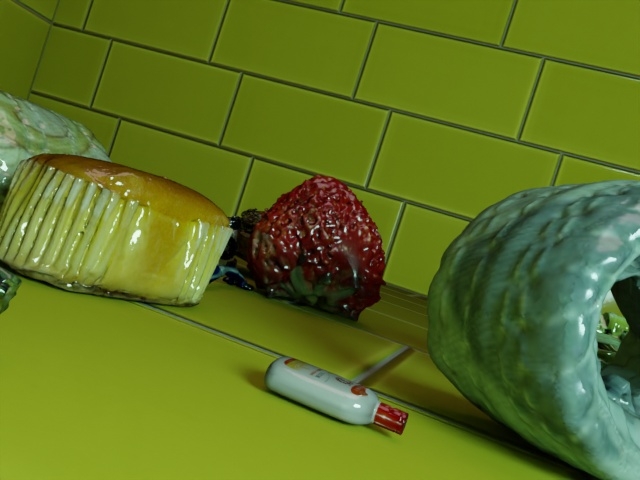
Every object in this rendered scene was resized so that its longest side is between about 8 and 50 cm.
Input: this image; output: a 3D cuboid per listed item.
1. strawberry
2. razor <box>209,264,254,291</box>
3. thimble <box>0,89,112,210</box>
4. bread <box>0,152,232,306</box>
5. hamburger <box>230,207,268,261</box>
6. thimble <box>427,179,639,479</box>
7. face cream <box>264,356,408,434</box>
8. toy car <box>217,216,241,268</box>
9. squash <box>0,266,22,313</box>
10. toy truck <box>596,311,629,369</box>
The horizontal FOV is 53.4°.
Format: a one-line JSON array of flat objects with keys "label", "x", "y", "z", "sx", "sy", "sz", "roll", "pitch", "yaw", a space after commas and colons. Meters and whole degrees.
[{"label": "strawberry", "x": 0.000, "y": 0.000, "z": 0.864, "sx": 0.187, "sy": 0.201, "sz": 0.184, "roll": -3, "pitch": -29, "yaw": 29}, {"label": "razor", "x": -0.122, "y": 0.043, "z": 0.768, "sx": 0.044, "sy": 0.028, "sz": 0.154, "roll": 18, "pitch": 0, "yaw": 14}, {"label": "thimble", "x": -0.301, "y": -0.068, "z": 0.627, "sx": 0.191, "sy": 0.137, "sz": 0.144, "roll": 33, "pitch": 7, "yaw": 34}, {"label": "bread", "x": -0.172, "y": -0.010, "z": 0.549, "sx": 0.132, "sy": 0.114, "sz": 0.191, "roll": 15, "pitch": -7, "yaw": 38}, {"label": "hamburger", "x": -0.048, "y": 0.020, "z": 1.084, "sx": 0.231, "sy": 0.106, "sz": 0.231, "roll": 29, "pitch": 3, "yaw": -2}, {"label": "thimble", "x": 0.209, "y": 0.059, "z": 0.457, "sx": 0.250, "sy": 0.204, "sz": 0.172, "roll": 0, "pitch": 1, "yaw": -22}, {"label": "face cream", "x": 0.010, "y": 0.091, "z": 0.370, "sx": 0.083, "sy": 0.021, "sz": 0.040, "roll": 18, "pitch": 1, "yaw": 19}, {"label": "toy car", "x": -0.177, "y": -0.004, "z": 1.013, "sx": 0.071, "sy": 0.080, "sz": 0.171, "roll": 4, "pitch": 9, "yaw": -28}, {"label": "squash", "x": -0.279, "y": -0.028, "z": 0.329, "sx": 0.319, "sy": 0.071, "sz": 0.080, "roll": 18, "pitch": -1, "yaw": 30}, {"label": "toy truck", "x": 0.305, "y": 0.135, "z": 0.628, "sx": 0.260, "sy": 0.128, "sz": 0.135, "roll": 18, "pitch": 14, "yaw": 6}]
